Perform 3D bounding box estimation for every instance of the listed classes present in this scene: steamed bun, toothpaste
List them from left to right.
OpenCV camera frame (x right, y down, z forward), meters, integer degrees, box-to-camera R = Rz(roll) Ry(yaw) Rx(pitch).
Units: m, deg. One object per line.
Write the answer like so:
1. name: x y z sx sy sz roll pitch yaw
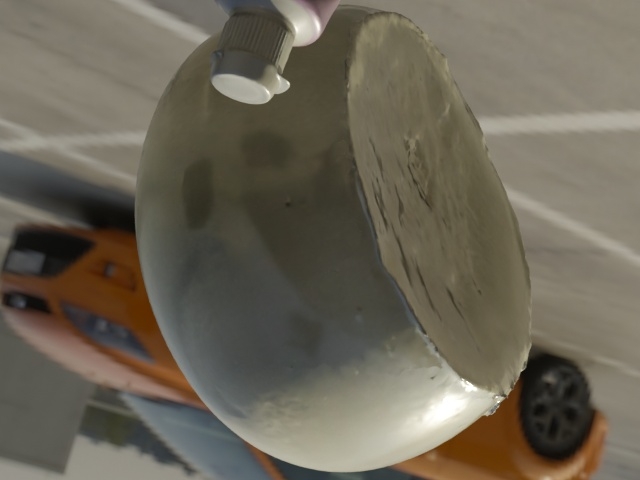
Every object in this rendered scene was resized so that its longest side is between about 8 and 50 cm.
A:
1. steamed bun: 0.000 0.000 1.031 0.206 0.324 0.324 -20 154 26
2. toothpaste: 0.011 -0.196 0.677 0.048 0.301 0.075 9 157 23
